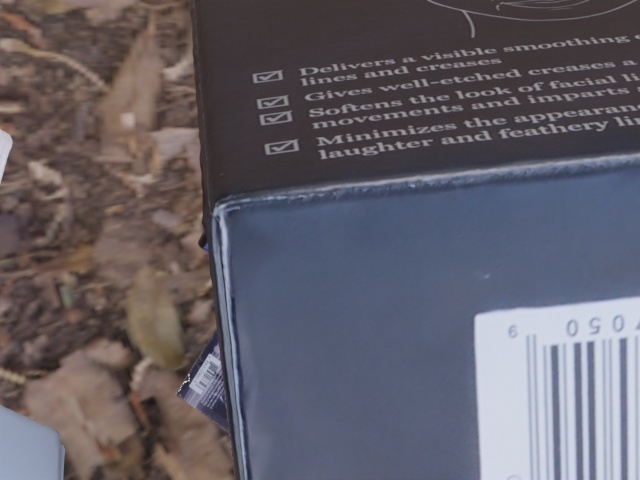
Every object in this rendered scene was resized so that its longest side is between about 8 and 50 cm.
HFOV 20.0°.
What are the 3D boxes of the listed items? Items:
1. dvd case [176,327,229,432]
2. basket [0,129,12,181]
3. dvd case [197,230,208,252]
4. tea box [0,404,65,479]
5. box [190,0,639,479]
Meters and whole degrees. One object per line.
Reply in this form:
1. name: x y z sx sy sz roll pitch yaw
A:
1. dvd case: 0.009 0.131 1.443 0.221 0.018 0.164 36 125 4
2. basket: -0.287 -0.006 1.172 0.113 0.103 0.167 -8 63 53
3. dvd case: 0.000 0.000 1.554 0.180 0.253 0.022 35 61 -1
4. tea box: -0.276 0.191 0.601 0.220 0.323 0.329 -28 50 32
5. box: 0.100 -0.005 0.771 0.293 0.395 0.212 -6 113 -2
